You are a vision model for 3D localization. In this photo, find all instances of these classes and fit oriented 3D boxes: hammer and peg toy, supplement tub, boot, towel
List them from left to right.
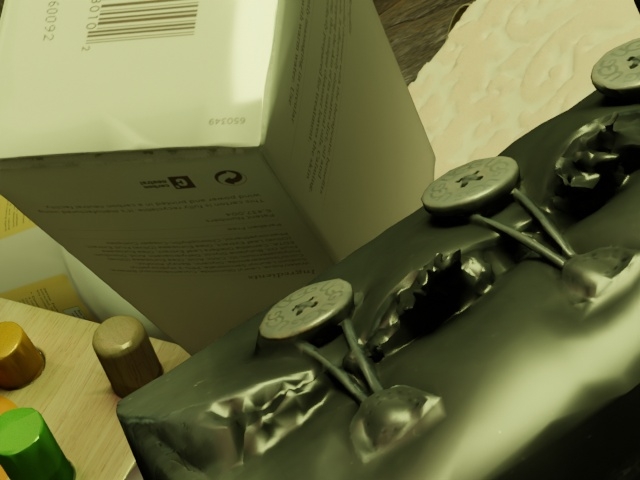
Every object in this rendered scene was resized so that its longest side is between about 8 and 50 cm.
[{"bbox_3d":[-0.269,0.183,0.740,0.266,0.127,0.361,13,51,24],"label":"hammer and peg toy"},{"bbox_3d":[-0.212,0.009,1.120,0.331,0.241,0.241,-16,23,36],"label":"supplement tub"},{"bbox_3d":[0.112,-0.017,0.526,0.445,0.146,0.367,-40,15,-6],"label":"boot"},{"bbox_3d":[0.187,-0.113,0.851,0.332,0.053,0.317,-53,32,10],"label":"towel"}]

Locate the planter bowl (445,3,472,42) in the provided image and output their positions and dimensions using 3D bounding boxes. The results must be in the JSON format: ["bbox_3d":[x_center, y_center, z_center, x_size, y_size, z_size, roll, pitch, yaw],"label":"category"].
[{"bbox_3d":[0.191,-0.142,1.073,0.109,0.162,0.162,-5,16,-11],"label":"planter bowl"}]

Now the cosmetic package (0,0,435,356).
[{"bbox_3d":[-0.035,-0.047,0.696,0.155,0.365,0.197,-2,64,15],"label":"cosmetic package"}]

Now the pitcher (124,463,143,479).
[{"bbox_3d":[-0.075,0.184,0.688,0.178,0.125,0.207,-49,6,8],"label":"pitcher"}]
